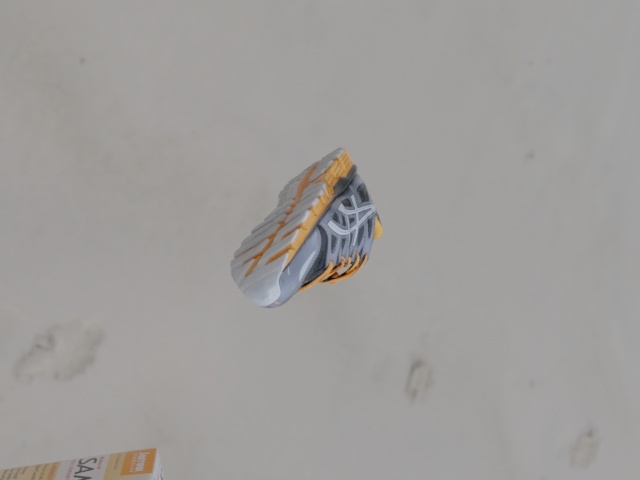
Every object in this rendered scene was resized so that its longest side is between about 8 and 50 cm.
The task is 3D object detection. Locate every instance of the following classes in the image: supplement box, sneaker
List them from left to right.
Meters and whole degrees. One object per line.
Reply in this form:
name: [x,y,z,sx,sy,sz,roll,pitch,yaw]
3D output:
supplement box: [-0.120,0.125,0.652,0.062,0.098,0.036,-103,-176,-76]
sneaker: [0.000,0.000,1.144,0.083,0.084,0.215,54,31,-12]
